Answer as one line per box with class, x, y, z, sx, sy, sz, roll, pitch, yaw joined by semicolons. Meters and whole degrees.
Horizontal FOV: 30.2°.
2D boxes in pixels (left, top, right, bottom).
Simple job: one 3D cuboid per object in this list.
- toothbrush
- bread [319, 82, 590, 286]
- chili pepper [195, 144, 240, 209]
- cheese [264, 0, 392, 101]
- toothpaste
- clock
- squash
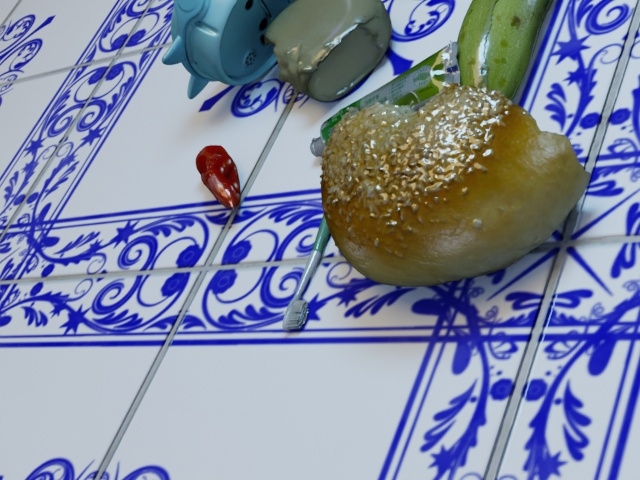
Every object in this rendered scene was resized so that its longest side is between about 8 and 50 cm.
toothbrush;0.000;0.000;1.385;0.024;0.018;0.257;-9;45;32
bread;0.095;-0.051;1.227;0.314;0.171;0.192;15;58;50
chili pepper;-0.135;-0.089;1.569;0.050;0.059;0.191;-30;34;0
cheese;0.005;-0.274;1.617;0.175;0.091;0.202;-45;34;-7
toothpaste;0.076;-0.155;1.423;0.248;0.047;0.078;-27;54;42
clock;-0.110;-0.322;1.679;0.094;0.223;0.274;31;81;25
squash;0.210;-0.243;1.400;0.095;0.094;0.341;-5;49;39
